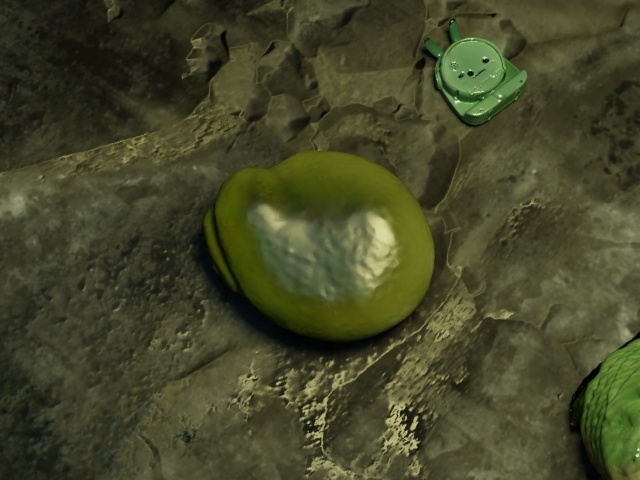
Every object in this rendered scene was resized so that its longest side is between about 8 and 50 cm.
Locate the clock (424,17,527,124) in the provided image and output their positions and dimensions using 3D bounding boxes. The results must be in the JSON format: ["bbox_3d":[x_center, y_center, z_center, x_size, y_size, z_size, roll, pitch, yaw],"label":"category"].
[{"bbox_3d":[0.196,-0.224,1.704,0.101,0.041,0.135,-38,74,-10],"label":"clock"}]

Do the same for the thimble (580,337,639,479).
[{"bbox_3d":[0.411,0.216,1.464,0.219,0.150,0.219,-1,98,-5],"label":"thimble"}]

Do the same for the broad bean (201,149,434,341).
[{"bbox_3d":[0.000,0.000,1.597,0.291,0.119,0.238,23,74,9],"label":"broad bean"}]

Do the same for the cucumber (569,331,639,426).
[{"bbox_3d":[0.394,0.142,1.563,0.245,0.067,0.067,-31,73,-7],"label":"cucumber"}]
